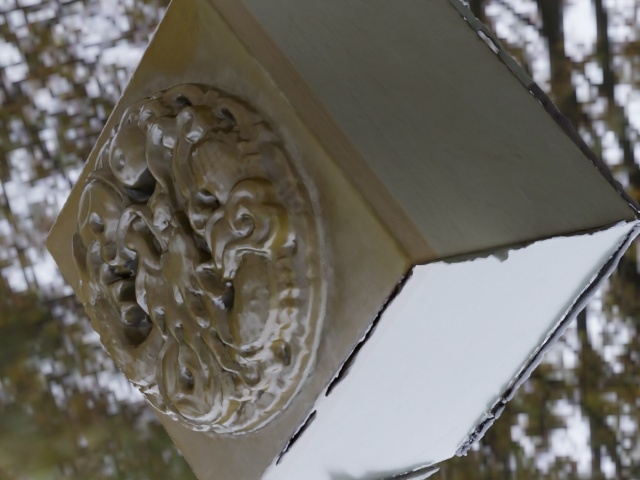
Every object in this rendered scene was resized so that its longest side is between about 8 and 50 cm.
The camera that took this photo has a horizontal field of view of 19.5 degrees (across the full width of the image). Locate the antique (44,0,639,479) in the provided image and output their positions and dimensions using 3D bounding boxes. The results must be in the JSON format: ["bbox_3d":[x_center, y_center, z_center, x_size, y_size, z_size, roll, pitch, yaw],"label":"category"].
[{"bbox_3d":[0.000,0.000,0.673,0.148,0.147,0.152,-8,-128,-44],"label":"antique"}]
